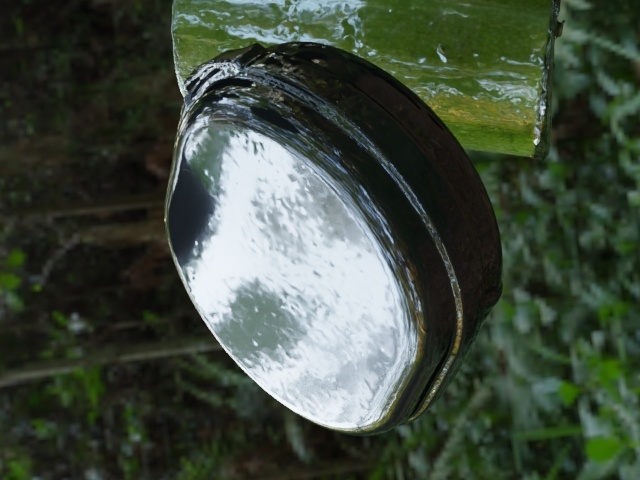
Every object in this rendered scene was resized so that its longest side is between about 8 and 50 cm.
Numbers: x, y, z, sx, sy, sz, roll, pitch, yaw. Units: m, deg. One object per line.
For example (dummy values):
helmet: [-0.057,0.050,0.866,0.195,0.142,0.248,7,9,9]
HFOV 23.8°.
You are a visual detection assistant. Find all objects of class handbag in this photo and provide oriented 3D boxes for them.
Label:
handbag: [0.001,-0.001,1.009,0.254,0.093,0.308,44,150,15]

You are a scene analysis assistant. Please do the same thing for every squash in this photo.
squash: [0.065,-0.236,1.592,0.263,0.384,0.263,9,-90,-81]
